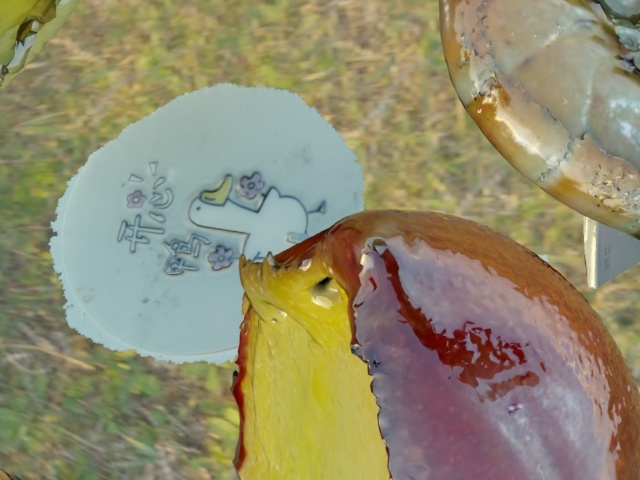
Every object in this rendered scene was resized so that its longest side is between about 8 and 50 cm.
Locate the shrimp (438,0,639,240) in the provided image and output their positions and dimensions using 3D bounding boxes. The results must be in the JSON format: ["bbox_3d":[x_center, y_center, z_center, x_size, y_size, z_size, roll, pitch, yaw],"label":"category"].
[{"bbox_3d":[0.195,-0.076,0.842,0.290,0.054,0.222,35,59,-4],"label":"shrimp"}]

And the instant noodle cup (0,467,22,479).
[{"bbox_3d":[-0.330,0.212,1.193,0.214,0.296,0.296,40,74,-48],"label":"instant noodle cup"}]

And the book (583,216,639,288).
[{"bbox_3d":[0.256,-0.046,1.432,0.182,0.014,0.127,-25,118,-49],"label":"book"}]

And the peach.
[{"bbox_3d":[0.075,0.099,1.044,0.201,0.257,0.361,-15,141,-16],"label":"peach"}]

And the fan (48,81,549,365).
[{"bbox_3d":[0.000,0.000,1.340,0.415,0.012,0.233,5,119,-27],"label":"fan"}]

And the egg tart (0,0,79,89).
[{"bbox_3d":[-0.158,-0.081,0.448,0.291,0.291,0.107,-14,61,-23],"label":"egg tart"}]
